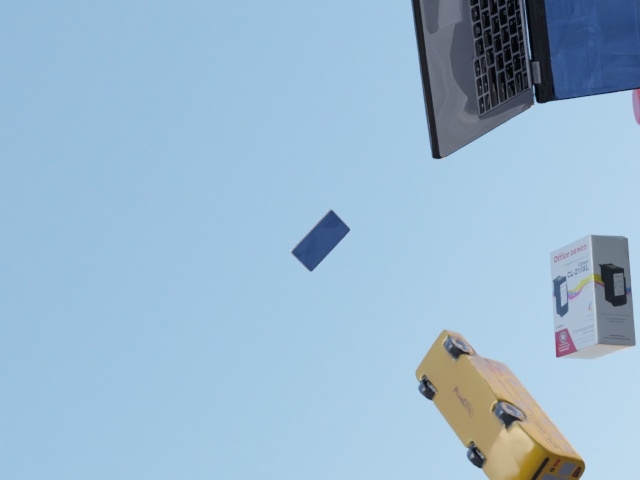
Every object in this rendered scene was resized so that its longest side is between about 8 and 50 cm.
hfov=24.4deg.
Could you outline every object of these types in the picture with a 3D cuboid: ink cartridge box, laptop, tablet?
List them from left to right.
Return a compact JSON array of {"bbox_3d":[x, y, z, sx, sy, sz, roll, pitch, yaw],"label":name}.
[{"bbox_3d":[0.000,0.000,2.045,0.083,0.006,0.054,-47,-50,-3],"label":"tablet"},{"bbox_3d":[0.307,-0.334,1.785,0.408,0.236,0.382,-31,-63,-49],"label":"laptop"},{"bbox_3d":[0.422,0.089,2.310,0.072,0.127,0.175,5,-106,-21],"label":"ink cartridge box"}]

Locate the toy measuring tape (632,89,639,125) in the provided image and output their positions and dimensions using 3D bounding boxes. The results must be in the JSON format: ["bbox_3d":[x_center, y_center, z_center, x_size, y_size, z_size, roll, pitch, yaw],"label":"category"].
[{"bbox_3d":[0.522,-0.233,2.268,0.121,0.330,0.121,-1,-65,-1],"label":"toy measuring tape"}]

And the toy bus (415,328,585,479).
[{"bbox_3d":[0.284,0.284,2.409,0.130,0.332,0.108,16,-66,-34],"label":"toy bus"}]
